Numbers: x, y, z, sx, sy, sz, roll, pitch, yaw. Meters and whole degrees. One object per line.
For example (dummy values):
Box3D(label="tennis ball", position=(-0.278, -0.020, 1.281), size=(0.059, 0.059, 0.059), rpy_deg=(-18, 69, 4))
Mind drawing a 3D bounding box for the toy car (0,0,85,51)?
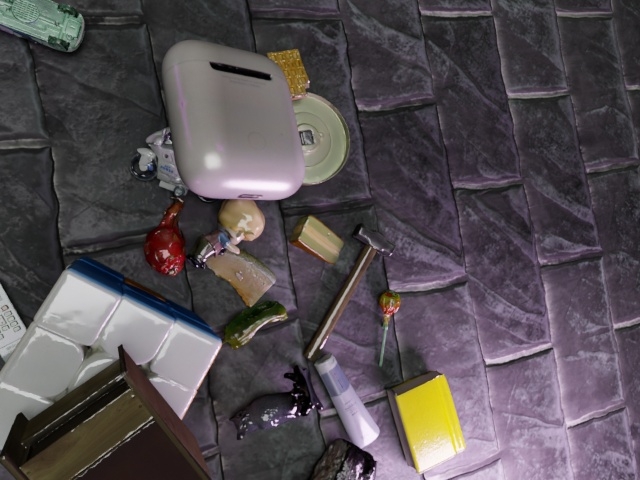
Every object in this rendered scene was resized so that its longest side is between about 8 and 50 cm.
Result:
Box3D(label="toy car", position=(-0.609, -0.461, 0.973), size=(0.224, 0.076, 0.090), rpy_deg=(16, 81, -26))

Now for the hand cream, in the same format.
Box3D(label="hand cream", position=(0.066, 0.400, 1.176), size=(0.079, 0.048, 0.255), rpy_deg=(-29, 100, -13))

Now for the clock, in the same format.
Box3D(label="clock", position=(-0.038, -0.256, 1.184), size=(0.234, 0.029, 0.235), rpy_deg=(1, 86, -19))

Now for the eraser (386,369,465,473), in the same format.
Box3D(label="eraser", position=(0.276, 0.468, 1.231), size=(0.157, 0.069, 0.226), rpy_deg=(-17, 93, -20))

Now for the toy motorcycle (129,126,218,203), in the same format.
Box3D(label="toy motorcycle", position=(-0.301, -0.176, 1.058), size=(0.220, 0.102, 0.150), rpy_deg=(20, 101, -14))

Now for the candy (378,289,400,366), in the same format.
Box3D(label="candy", position=(0.169, 0.227, 1.224), size=(0.060, 0.060, 0.201), rpy_deg=(8, 91, -19))

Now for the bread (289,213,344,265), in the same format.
Box3D(label="bread", position=(0.004, 0.002, 1.156), size=(0.139, 0.084, 0.074), rpy_deg=(30, 77, -16))

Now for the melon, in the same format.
Box3D(label="melon", position=(-0.196, 0.063, 1.110), size=(0.098, 0.054, 0.182), rpy_deg=(-45, 101, -1))

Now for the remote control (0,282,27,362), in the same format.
Box3D(label="remote control", position=(-0.639, 0.165, 0.950), size=(0.065, 0.029, 0.166), rpy_deg=(-29, 97, -25))

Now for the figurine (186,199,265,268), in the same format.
Box3D(label="figurine", position=(-0.207, -0.013, 1.054), size=(0.108, 0.114, 0.196), rpy_deg=(48, 62, -21))

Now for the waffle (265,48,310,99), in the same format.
Box3D(label="waffle", position=(-0.076, -0.409, 1.169), size=(0.092, 0.021, 0.135), rpy_deg=(-16, 79, -20))

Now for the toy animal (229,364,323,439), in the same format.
Box3D(label="toy animal", position=(-0.105, 0.393, 1.112), size=(0.209, 0.121, 0.117), rpy_deg=(-26, 140, -2))

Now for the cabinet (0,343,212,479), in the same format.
Box3D(label="cabinet", position=(-0.301, 0.299, 0.688), size=(0.174, 0.148, 0.215), rpy_deg=(-36, 109, -18))

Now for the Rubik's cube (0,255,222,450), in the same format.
Box3D(label="Rubik's cube", position=(-0.397, 0.225, 0.881), size=(0.290, 0.291, 0.292), rpy_deg=(32, 79, -21))

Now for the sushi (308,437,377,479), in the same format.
Box3D(label="sushi", position=(0.040, 0.591, 1.113), size=(0.127, 0.124, 0.225), rpy_deg=(39, 75, -13))

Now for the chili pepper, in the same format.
Box3D(label="chili pepper", position=(-0.171, 0.203, 1.089), size=(0.203, 0.072, 0.073), rpy_deg=(-31, 99, -19))

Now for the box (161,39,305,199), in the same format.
Box3D(label="box", position=(-0.181, -0.255, 1.016), size=(0.288, 0.141, 0.350), rpy_deg=(-2, 72, -35))

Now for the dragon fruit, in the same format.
Box3D(label="dragon fruit", position=(-0.341, -0.010, 1.047), size=(0.094, 0.094, 0.191), rpy_deg=(6, 64, -19))

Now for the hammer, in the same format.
Box3D(label="hammer", position=(0.060, 0.135, 1.192), size=(0.111, 0.043, 0.366), rpy_deg=(33, 78, -15))
